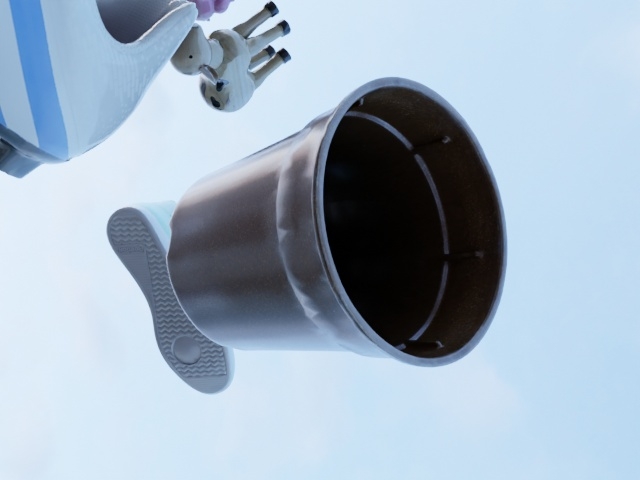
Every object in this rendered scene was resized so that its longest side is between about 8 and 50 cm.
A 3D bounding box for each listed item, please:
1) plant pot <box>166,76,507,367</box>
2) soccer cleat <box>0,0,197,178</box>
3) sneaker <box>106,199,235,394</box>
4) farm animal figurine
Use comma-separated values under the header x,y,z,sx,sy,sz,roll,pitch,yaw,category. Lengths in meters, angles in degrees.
x,y,z,sx,sy,sz,roll,pitch,yaw,category
0.000,0.000,0.620,0.165,0.167,0.167,-11,-89,44,plant pot
-0.186,-0.158,0.425,0.143,0.331,0.116,-41,-130,8,soccer cleat
-0.160,0.060,1.257,0.094,0.151,0.256,-25,-86,20,sneaker
-0.143,-0.282,1.027,0.330,0.172,0.327,56,-20,-16,farm animal figurine
